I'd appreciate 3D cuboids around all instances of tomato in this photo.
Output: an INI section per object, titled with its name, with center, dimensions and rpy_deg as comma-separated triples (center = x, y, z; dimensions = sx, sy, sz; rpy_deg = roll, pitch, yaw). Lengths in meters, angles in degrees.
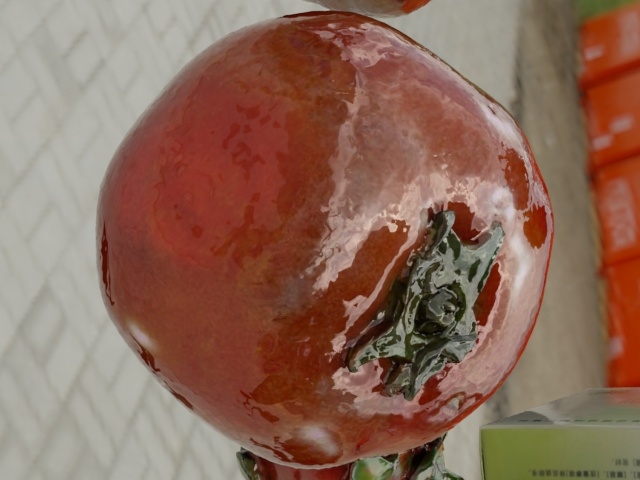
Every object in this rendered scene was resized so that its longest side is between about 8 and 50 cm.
[tomato]
center = 0.000, 0.000, 1.176
dimensions = 0.293, 0.325, 0.290
rpy_deg = 27, 5, -42

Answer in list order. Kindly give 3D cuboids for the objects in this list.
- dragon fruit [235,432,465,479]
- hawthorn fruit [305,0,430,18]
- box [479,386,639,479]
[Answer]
[dragon fruit]
center = 0.044, 0.177, 1.435
dimensions = 0.269, 0.198, 0.200
rpy_deg = 37, -4, -14
[hawthorn fruit]
center = 0.050, -0.347, 1.566
dimensions = 0.262, 0.258, 0.258
rpy_deg = -105, 172, -73
[box]
center = 0.245, 0.123, 0.907
dimensions = 0.175, 0.260, 0.062
rpy_deg = -5, 90, -59
